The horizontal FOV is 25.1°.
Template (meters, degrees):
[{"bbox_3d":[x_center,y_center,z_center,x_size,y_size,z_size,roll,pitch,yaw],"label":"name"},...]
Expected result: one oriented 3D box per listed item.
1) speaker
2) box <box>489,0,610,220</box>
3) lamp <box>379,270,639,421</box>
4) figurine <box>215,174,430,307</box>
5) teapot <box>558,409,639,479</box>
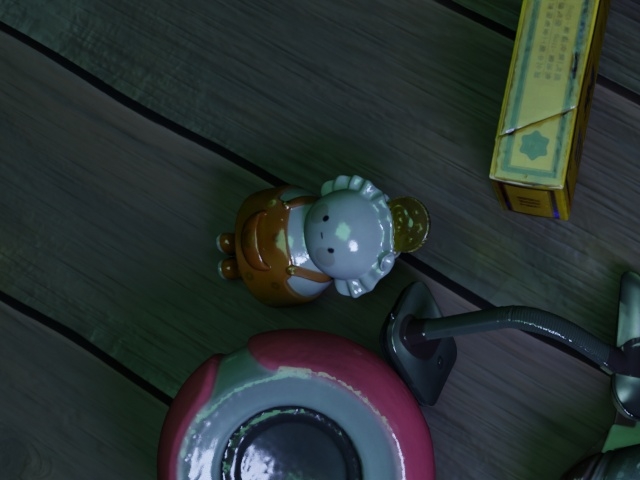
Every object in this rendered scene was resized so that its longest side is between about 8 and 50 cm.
[{"bbox_3d":[-0.019,0.235,1.518,0.294,0.294,0.294,-2,81,11],"label":"speaker"},{"bbox_3d":[0.257,-0.187,1.570,0.084,0.193,0.301,10,83,14],"label":"box"},{"bbox_3d":[0.227,0.086,1.565,0.283,0.203,0.124,1,125,23],"label":"lamp"},{"bbox_3d":[0.003,0.001,1.617,0.271,0.143,0.143,-8,79,19],"label":"figurine"},{"bbox_3d":[0.400,0.284,1.471,0.312,0.233,0.315,18,56,19],"label":"teapot"}]
